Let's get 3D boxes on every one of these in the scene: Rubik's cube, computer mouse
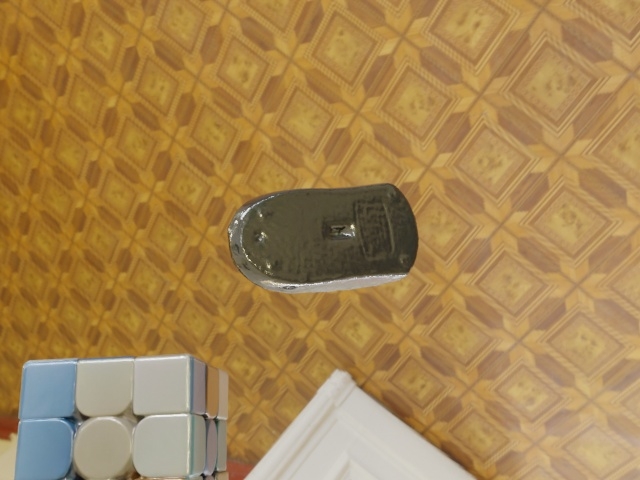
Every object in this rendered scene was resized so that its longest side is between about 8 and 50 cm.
[{"bbox_3d":[-0.389,0.427,1.415,0.347,0.346,0.344,-4,74,3],"label":"Rubik's cube"},{"bbox_3d":[0.000,0.000,0.896,0.086,0.270,0.137,-27,70,62],"label":"computer mouse"}]
